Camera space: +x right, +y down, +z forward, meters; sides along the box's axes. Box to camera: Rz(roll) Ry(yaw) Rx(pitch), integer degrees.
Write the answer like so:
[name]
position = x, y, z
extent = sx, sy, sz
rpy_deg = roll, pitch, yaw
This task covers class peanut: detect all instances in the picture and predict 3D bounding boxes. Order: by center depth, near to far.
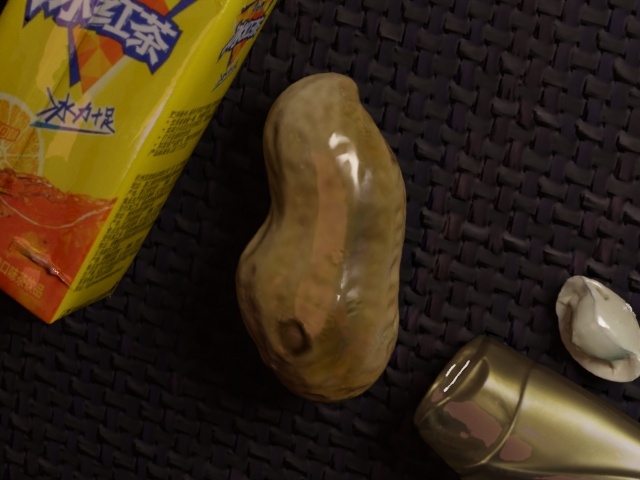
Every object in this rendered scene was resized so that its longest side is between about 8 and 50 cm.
[peanut]
position = 0.000, 0.000, 1.411
extent = 0.120, 0.110, 0.236
rpy_deg = 5, 103, 29

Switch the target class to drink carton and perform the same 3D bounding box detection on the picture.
[drink carton]
position = -0.151, -0.125, 1.441
extent = 0.154, 0.111, 0.351
rpy_deg = 35, 112, 10

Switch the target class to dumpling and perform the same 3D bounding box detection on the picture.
[dumpling]
position = 0.191, 0.064, 1.389
extent = 0.077, 0.043, 0.059
rpy_deg = 39, 132, -8

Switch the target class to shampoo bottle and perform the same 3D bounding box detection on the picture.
[shampoo bottle]
position = 0.222, 0.200, 1.387
extent = 0.350, 0.084, 0.126
rpy_deg = 39, 116, 9
